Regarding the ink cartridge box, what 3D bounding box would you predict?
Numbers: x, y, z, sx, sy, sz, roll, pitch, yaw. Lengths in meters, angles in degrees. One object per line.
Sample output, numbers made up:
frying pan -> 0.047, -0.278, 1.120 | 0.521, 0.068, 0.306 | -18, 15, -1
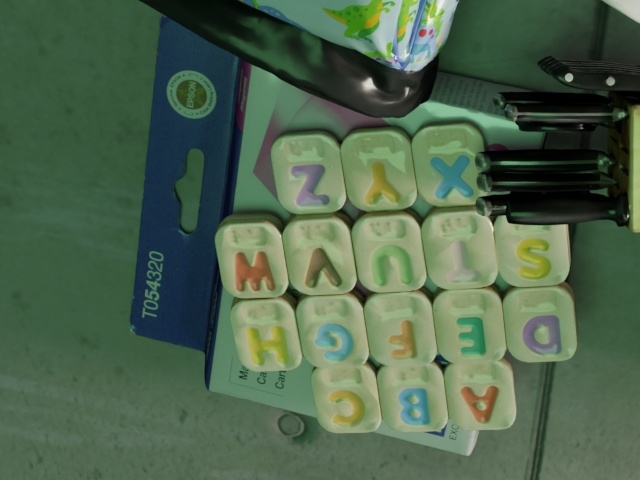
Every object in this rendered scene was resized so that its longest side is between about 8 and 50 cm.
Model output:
ink cartridge box -> 0.000, 0.000, 1.436 | 0.330, 0.071, 0.324 | 12, 120, 6

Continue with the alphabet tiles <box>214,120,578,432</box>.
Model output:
alphabet tiles -> 0.061, 0.038, 1.388 | 0.284, 0.021, 0.278 | -3, 117, 12

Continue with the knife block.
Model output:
knife block -> 0.264, -0.044, 1.285 | 0.275, 0.088, 0.242 | 43, 99, -11

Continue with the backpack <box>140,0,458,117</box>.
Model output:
backpack -> 0.006, -0.292, 1.192 | 0.290, 0.273, 0.356 | 29, 108, 6

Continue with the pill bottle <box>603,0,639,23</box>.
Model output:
pill bottle -> 0.269, -0.337, 1.040 | 0.229, 0.229, 0.408 | 33, 109, -5
